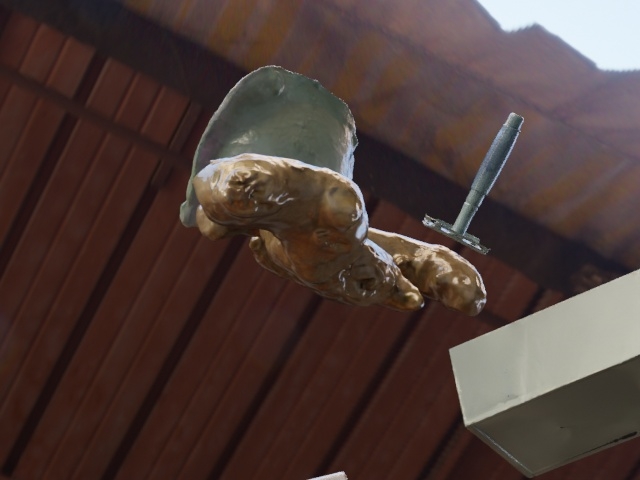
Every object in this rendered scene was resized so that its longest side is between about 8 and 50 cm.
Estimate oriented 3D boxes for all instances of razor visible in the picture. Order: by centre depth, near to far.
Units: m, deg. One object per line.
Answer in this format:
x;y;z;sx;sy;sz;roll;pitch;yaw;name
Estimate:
0.159;-0.060;1.312;0.068;0.040;0.135;26;-85;-17;razor

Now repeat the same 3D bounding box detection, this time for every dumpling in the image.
-0.057;-0.088;1.377;0.217;0.105;0.149;-26;-89;-27;dumpling

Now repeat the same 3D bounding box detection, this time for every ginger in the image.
-0.012;-0.002;0.803;0.149;0.259;0.065;10;-96;32;ginger

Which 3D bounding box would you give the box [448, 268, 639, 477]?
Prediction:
0.243;0.108;1.173;0.225;0.086;0.129;-25;-40;22;box

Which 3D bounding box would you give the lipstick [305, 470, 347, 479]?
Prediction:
-0.040;0.269;1.378;0.141;0.040;0.040;-13;-72;-10;lipstick
